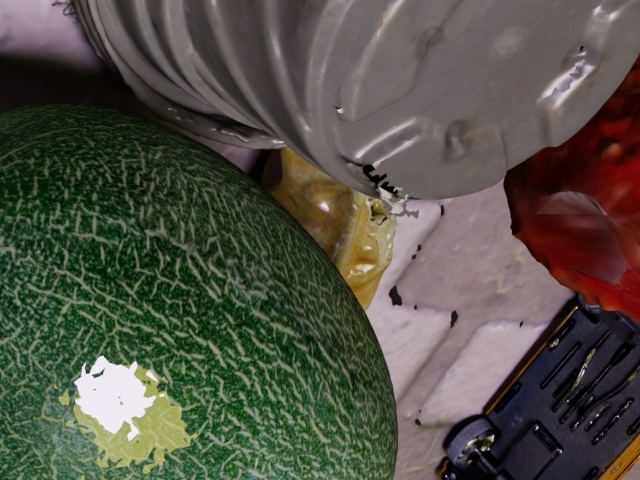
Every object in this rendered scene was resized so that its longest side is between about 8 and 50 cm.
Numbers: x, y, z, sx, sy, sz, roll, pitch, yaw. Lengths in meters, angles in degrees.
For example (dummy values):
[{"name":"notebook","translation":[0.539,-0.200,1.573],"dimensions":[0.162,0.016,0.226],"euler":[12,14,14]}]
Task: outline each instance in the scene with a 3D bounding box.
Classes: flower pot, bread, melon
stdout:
[{"name":"flower pot","translation":[0.030,-0.106,0.569],"dimensions":[0.235,0.140,0.235],"euler":[-21,140,-19]},{"name":"bread","translation":[0.000,0.000,0.716],"dimensions":[0.066,0.060,0.110],"euler":[0,129,-21]},{"name":"melon","translation":[-0.076,0.050,0.602],"dimensions":[0.182,0.182,0.288],"euler":[-40,137,1]}]

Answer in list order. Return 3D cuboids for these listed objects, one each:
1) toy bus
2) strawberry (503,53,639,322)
[{"name":"toy bus","translation":[0.162,0.098,0.934],"dimensions":[0.088,0.083,0.194],"euler":[5,129,-54]},{"name":"strawberry","translation":[0.223,-0.058,0.667],"dimensions":[0.261,0.261,0.257],"euler":[-50,145,13]}]
